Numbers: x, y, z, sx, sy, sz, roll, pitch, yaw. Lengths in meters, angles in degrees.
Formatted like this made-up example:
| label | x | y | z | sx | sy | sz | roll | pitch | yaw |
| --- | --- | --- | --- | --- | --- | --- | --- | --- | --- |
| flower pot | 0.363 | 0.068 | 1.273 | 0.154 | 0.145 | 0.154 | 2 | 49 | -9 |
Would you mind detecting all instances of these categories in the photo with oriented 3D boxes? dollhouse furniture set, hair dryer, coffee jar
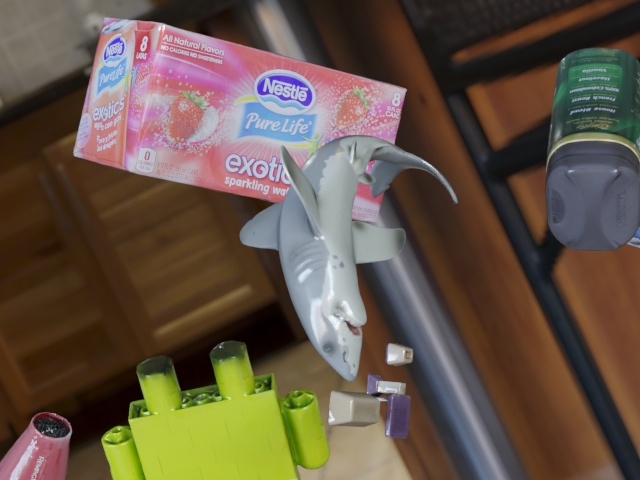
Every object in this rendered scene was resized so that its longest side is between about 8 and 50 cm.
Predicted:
| label | x | y | z | sx | sy | sz | roll | pitch | yaw |
| --- | --- | --- | --- | --- | --- | --- | --- | --- | --- |
| dollhouse furniture set | 0.024 | 0.139 | 1.595 | 0.081 | 0.091 | 0.114 | 1 | -6 | 34 |
| hair dryer | -0.336 | 0.241 | 1.476 | 0.293 | 0.223 | 0.080 | -28 | 33 | 11 |
| coffee jar | 0.229 | -0.076 | 1.392 | 0.079 | 0.096 | 0.184 | 0 | 37 | 11 |

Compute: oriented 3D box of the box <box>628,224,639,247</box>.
| label | x | y | z | sx | sy | sz | roll | pitch | yaw |
| --- | --- | --- | --- | --- | --- | --- | --- | --- | --- |
| box | 0.332 | -0.012 | 1.609 | 0.081 | 0.136 | 0.028 | 128 | 158 | -70 |

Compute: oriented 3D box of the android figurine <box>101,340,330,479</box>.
| label | x | y | z | sx | sy | sz | roll | pitch | yaw |
| --- | --- | --- | --- | --- | --- | --- | --- | --- | --- |
| android figurine | -0.114 | 0.244 | 1.882 | 0.248 | 0.273 | 0.056 | -14 | 26 | 3 |

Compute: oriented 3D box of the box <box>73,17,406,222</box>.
| label | x | y | z | sx | sy | sz | roll | pitch | yaw |
| --- | --- | --- | --- | --- | --- | --- | --- | --- | --- |
| box | -0.080 | -0.123 | 1.724 | 0.300 | 0.154 | 0.142 | 12 | 2 | -33 |

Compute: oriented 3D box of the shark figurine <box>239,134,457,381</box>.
| label | x | y | z | sx | sy | sz | roll | pitch | yaw |
| --- | --- | --- | --- | --- | --- | --- | --- | --- | --- |
| shark figurine | -0.002 | -0.026 | 1.306 | 0.116 | 0.166 | 0.278 | -22 | 23 | 30 |
